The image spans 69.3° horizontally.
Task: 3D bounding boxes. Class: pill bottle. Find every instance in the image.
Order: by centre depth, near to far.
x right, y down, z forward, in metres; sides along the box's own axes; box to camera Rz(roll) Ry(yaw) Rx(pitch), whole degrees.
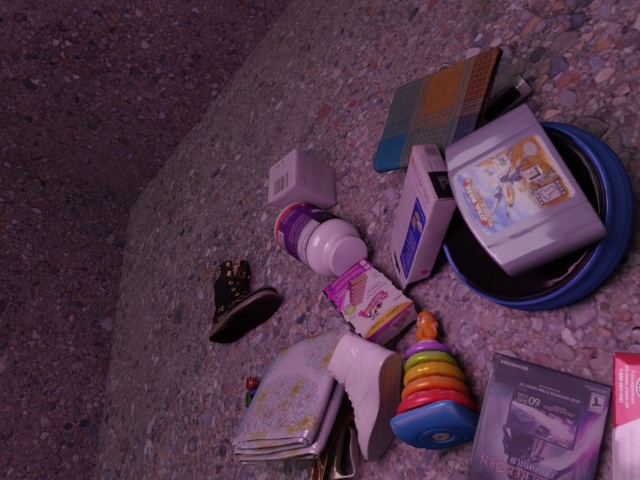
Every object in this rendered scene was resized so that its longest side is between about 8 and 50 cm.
[{"bbox_3d":[0.000,0.000,1.424,0.323,0.181,0.181,30,95,53],"label":"pill bottle"}]

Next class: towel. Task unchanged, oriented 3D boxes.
[{"bbox_3d":[0.279,-0.311,1.174,0.370,0.040,0.271,4,74,62],"label":"towel"},{"bbox_3d":[-0.057,0.409,1.246,0.320,0.090,0.374,-27,25,40],"label":"towel"}]

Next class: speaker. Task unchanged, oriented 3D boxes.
[{"bbox_3d":[0.456,-0.346,1.153,0.136,0.055,0.055,-40,44,30],"label":"speaker"}]

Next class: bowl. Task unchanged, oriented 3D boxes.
[{"bbox_3d":[0.410,-0.052,0.950,0.391,0.077,0.391,-9,79,53],"label":"bowl"}]

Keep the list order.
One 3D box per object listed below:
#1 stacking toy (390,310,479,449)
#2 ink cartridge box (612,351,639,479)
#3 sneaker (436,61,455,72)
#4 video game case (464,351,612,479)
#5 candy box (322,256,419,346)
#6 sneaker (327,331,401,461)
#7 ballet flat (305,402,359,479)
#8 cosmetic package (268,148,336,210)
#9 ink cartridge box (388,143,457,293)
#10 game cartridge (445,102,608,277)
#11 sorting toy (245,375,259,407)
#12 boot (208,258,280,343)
[{"bbox_3d":[0.244,0.282,1.017,0.166,0.175,0.302,-34,36,32],"label":"stacking toy"},{"bbox_3d":[0.573,0.277,0.609,0.306,0.131,0.226,-10,63,50],"label":"ink cartridge box"},{"bbox_3d":[0.346,-0.367,1.254,0.121,0.112,0.299,-21,55,44],"label":"sneaker"},{"bbox_3d":[0.380,0.362,0.825,0.196,0.026,0.274,12,79,28],"label":"video game case"},{"bbox_3d":[0.127,0.164,1.222,0.159,0.071,0.233,-38,39,-6],"label":"candy box"},{"bbox_3d":[0.098,0.360,1.100,0.169,0.108,0.292,22,115,45],"label":"sneaker"},{"bbox_3d":[0.031,0.583,1.150,0.124,0.116,0.342,2,68,34],"label":"ballet flat"},{"bbox_3d":[-0.063,-0.189,1.600,0.151,0.184,0.151,-28,52,40],"label":"cosmetic package"},{"bbox_3d":[0.237,-0.036,1.131,0.371,0.069,0.175,97,167,-51],"label":"ink cartridge box"},{"bbox_3d":[0.356,-0.093,0.861,0.198,0.062,0.297,-27,62,19],"label":"game cartridge"},{"bbox_3d":[-0.224,0.507,1.551,0.061,0.042,0.102,160,113,-63],"label":"sorting toy"},{"bbox_3d":[-0.297,0.192,1.733,0.377,0.138,0.284,-42,42,37],"label":"boot"}]
